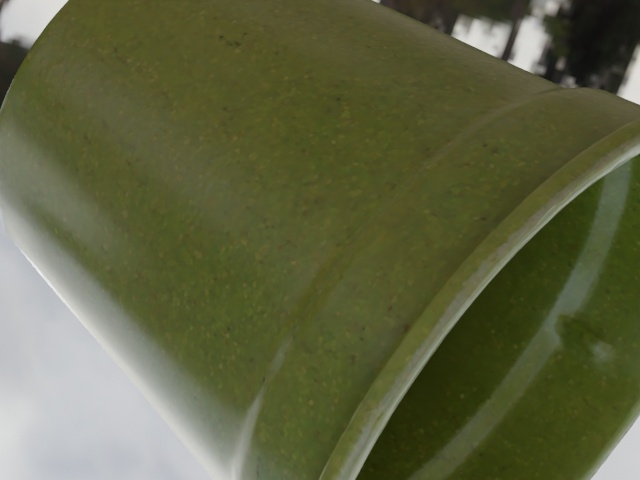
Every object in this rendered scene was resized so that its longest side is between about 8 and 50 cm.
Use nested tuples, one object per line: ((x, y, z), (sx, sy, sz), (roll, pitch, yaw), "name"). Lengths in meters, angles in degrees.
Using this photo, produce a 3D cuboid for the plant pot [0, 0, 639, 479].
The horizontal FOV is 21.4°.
((0.000, 0.000, 0.745), (0.254, 0.276, 0.276), (37, -155, 27), "plant pot")
